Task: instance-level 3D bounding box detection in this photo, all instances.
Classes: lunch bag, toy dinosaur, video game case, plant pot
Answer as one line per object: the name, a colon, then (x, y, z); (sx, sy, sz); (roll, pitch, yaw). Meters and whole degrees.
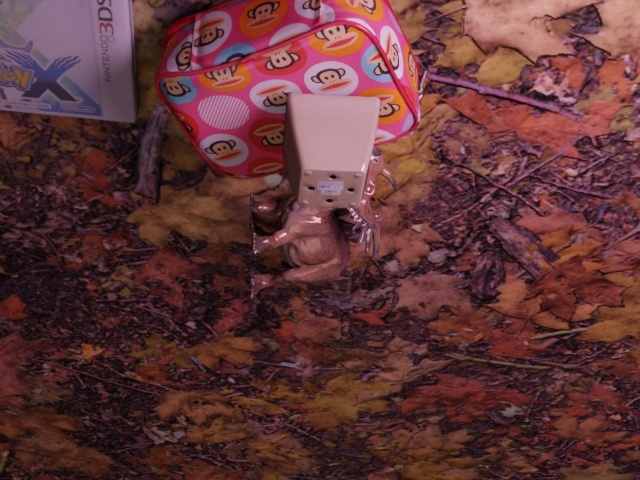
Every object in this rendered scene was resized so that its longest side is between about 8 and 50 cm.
lunch bag: (-0.027, -0.179, 1.408); (0.293, 0.120, 0.258); (-12, 141, 20)
toy dinosaur: (0.000, 0.000, 1.650); (0.200, 0.127, 0.296); (0, 149, -5)
video game case: (-0.390, -0.266, 1.401); (0.328, 0.036, 0.300); (6, 143, -1)
plant pot: (0.011, -0.097, 1.349); (0.108, 0.096, 0.109); (3, 147, -4)
